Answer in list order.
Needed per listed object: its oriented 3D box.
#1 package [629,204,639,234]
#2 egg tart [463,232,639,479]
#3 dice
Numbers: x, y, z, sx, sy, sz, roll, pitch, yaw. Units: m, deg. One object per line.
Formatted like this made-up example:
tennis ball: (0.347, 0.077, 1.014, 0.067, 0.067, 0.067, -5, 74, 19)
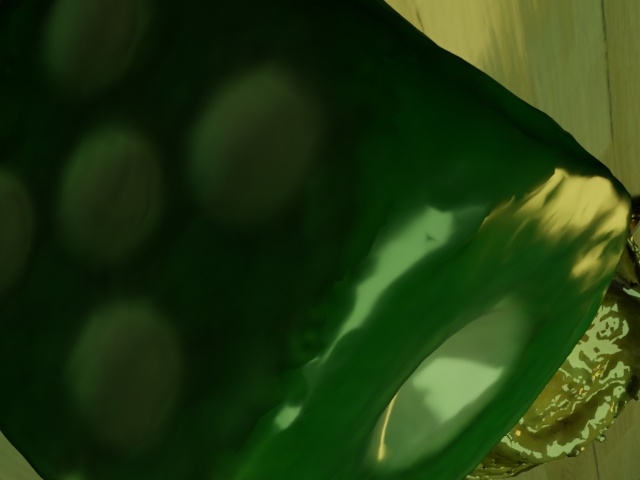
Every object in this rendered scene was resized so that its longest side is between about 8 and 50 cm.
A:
package: (0.342, 0.021, 1.376, 0.239, 0.030, 0.154, -7, 128, -50)
egg tart: (0.208, 0.104, 1.081, 0.345, 0.132, 0.345, -8, 111, -21)
dice: (-0.025, -0.005, 0.631, 0.287, 0.300, 0.297, -57, 149, 11)
